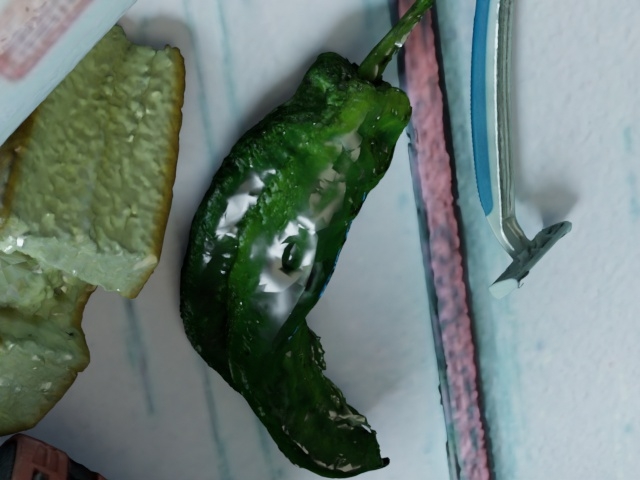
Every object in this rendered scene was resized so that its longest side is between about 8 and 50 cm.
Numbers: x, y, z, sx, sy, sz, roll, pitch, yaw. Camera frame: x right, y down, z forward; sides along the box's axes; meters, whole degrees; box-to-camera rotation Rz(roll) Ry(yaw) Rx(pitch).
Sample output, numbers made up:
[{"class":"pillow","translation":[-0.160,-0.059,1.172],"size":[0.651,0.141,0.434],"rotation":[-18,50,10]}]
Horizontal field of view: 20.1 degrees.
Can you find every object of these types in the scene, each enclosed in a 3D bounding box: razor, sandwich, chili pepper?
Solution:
[{"class":"razor","translation":[0.090,-0.069,0.878],"size":[0.068,0.037,0.191],"rotation":[-43,134,-48]},{"class":"sandwich","translation":[-0.141,0.015,0.807],"size":[0.090,0.088,0.244],"rotation":[27,106,-34]},{"class":"chili pepper","translation":[-0.001,0.000,0.868],"size":[0.122,0.065,0.279],"rotation":[-3,121,-29]}]

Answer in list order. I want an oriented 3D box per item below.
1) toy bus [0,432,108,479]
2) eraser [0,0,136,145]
[{"class":"toy bus","translation":[-0.198,0.316,0.849],"size":[0.233,0.203,0.427],"rotation":[34,107,-16]},{"class":"eraser","translation":[-0.195,-0.092,0.720],"size":[0.174,0.081,0.227],"rotation":[42,100,-18]}]
